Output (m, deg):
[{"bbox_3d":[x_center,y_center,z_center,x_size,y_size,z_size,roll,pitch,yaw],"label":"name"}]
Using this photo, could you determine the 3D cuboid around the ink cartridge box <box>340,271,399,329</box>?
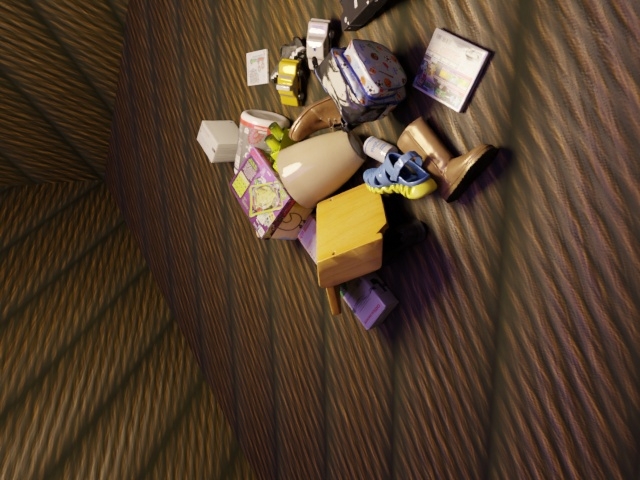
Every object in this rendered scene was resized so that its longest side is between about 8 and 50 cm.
[{"bbox_3d":[0.176,0.208,1.785,0.208,0.087,0.153,54,133,27],"label":"ink cartridge box"}]

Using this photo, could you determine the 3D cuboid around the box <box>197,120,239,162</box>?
[{"bbox_3d":[-0.476,-0.485,2.305,0.181,0.182,0.119,55,135,26],"label":"box"}]

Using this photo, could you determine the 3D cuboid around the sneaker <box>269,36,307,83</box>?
[{"bbox_3d":[-0.136,-0.743,1.937,0.234,0.078,0.106,-31,72,44],"label":"sneaker"}]

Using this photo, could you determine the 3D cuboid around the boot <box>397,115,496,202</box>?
[{"bbox_3d":[0.372,-0.282,1.445,0.269,0.089,0.236,58,135,24],"label":"boot"}]

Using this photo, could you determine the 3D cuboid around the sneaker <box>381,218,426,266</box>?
[{"bbox_3d":[0.231,0.017,1.646,0.286,0.130,0.109,-46,66,46],"label":"sneaker"}]

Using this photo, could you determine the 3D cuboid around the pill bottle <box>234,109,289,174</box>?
[{"bbox_3d":[-0.264,-0.367,2.063,0.210,0.210,0.363,35,124,39],"label":"pill bottle"}]

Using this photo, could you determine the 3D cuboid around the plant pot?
[{"bbox_3d":[0.024,-0.288,1.747,0.274,0.256,0.256,-26,78,29],"label":"plant pot"}]

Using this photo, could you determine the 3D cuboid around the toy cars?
[{"bbox_3d":[-0.070,-0.666,1.815,0.176,0.087,0.394,46,134,-6],"label":"toy cars"}]

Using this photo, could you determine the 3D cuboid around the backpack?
[{"bbox_3d":[0.148,-0.509,1.518,0.213,0.263,0.276,-29,84,42],"label":"backpack"}]

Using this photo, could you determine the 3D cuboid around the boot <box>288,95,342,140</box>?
[{"bbox_3d":[0.025,-0.442,1.702,0.305,0.112,0.115,-35,74,7],"label":"boot"}]

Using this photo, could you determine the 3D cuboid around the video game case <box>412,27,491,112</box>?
[{"bbox_3d":[0.388,-0.513,1.422,0.201,0.023,0.183,44,129,32],"label":"video game case"}]

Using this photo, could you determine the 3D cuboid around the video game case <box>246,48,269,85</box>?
[{"bbox_3d":[-0.284,-0.781,2.138,0.157,0.019,0.143,14,109,47],"label":"video game case"}]

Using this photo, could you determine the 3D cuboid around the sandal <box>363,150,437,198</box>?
[{"bbox_3d":[0.245,-0.223,1.526,0.317,0.126,0.138,14,129,59],"label":"sandal"}]

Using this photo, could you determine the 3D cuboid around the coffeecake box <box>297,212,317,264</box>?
[{"bbox_3d":[0.000,0.000,1.955,0.185,0.068,0.142,54,134,26],"label":"coffeecake box"}]

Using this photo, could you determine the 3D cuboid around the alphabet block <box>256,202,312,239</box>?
[{"bbox_3d":[-0.169,-0.139,1.997,0.197,0.192,0.193,-60,40,39],"label":"alphabet block"}]

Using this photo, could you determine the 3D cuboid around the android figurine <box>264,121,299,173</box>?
[{"bbox_3d":[-0.122,-0.339,1.893,0.056,0.273,0.248,-20,42,26],"label":"android figurine"}]

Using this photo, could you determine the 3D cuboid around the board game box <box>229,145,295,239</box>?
[{"bbox_3d":[-0.235,-0.191,1.866,0.208,0.056,0.347,-55,50,27],"label":"board game box"}]

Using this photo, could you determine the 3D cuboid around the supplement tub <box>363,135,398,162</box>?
[{"bbox_3d":[0.208,-0.313,1.640,0.107,0.071,0.071,36,124,39],"label":"supplement tub"}]

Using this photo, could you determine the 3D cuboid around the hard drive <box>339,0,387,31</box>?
[{"bbox_3d":[0.139,-0.843,1.505,0.339,0.064,0.237,-167,70,-74],"label":"hard drive"}]

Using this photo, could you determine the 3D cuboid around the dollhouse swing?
[{"bbox_3d":[0.127,0.044,1.668,0.315,0.347,0.305,-22,123,14],"label":"dollhouse swing"}]
